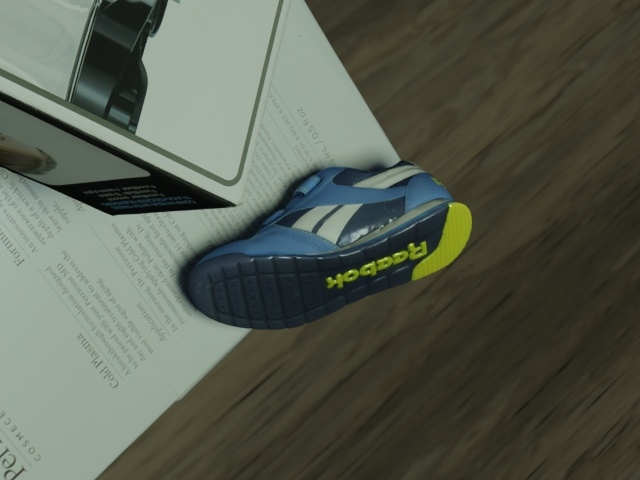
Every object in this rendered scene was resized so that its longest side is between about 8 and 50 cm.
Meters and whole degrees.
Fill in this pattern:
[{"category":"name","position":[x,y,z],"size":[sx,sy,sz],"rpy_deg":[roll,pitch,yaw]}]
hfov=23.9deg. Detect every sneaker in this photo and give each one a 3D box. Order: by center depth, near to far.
[{"category":"sneaker","position":[0.000,0.000,0.750],"size":[0.144,0.059,0.053],"rpy_deg":[-16,139,-15]}]

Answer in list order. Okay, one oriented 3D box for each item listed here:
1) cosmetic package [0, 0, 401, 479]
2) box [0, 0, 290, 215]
[{"category":"cosmetic package","position":[-0.161,-0.087,0.712],"size":[0.284,0.097,0.377],"rpy_deg":[-45,118,-22]},{"category":"box","position":[-0.138,-0.135,0.549],"size":[0.290,0.087,0.169],"rpy_deg":[27,69,-41]}]
